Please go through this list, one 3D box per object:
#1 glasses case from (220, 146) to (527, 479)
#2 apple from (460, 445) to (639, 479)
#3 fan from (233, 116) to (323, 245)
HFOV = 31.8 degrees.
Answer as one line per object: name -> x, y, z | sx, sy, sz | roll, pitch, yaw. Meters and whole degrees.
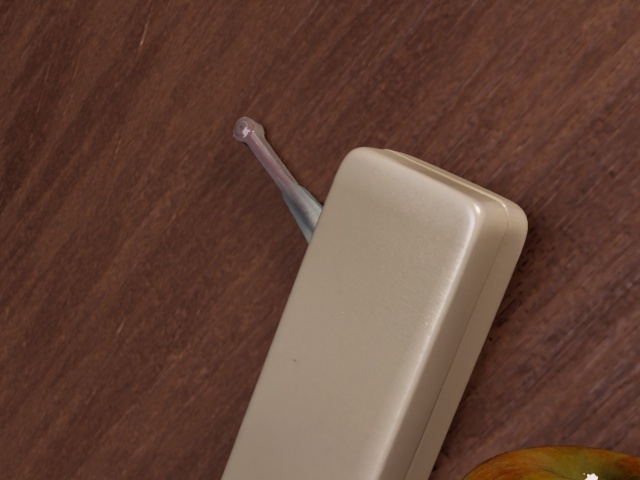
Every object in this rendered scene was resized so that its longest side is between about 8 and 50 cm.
glasses case -> 0.029, 0.098, 0.798 | 0.131, 0.070, 0.313 | 29, 103, 38
apple -> 0.155, 0.202, 0.630 | 0.182, 0.182, 0.155 | 7, 100, 39
fan -> 0.000, 0.000, 0.892 | 0.057, 0.023, 0.282 | -54, 54, 24
